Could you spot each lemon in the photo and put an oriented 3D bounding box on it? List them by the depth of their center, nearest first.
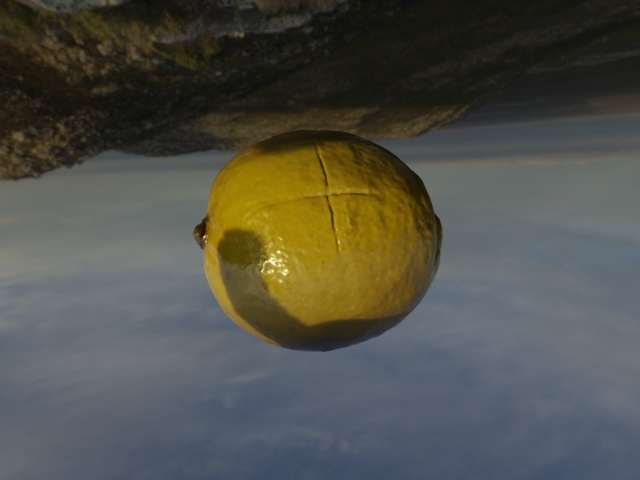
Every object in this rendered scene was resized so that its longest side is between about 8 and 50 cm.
[{"bbox_3d":[0.000,0.000,0.656,0.297,0.296,0.297,-3,-171,0],"label":"lemon"}]
